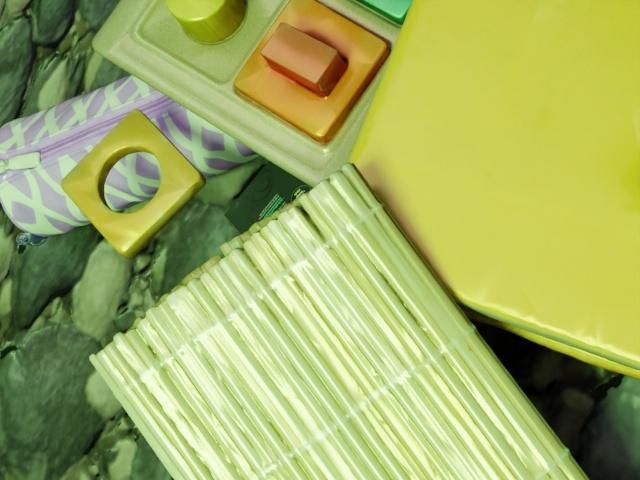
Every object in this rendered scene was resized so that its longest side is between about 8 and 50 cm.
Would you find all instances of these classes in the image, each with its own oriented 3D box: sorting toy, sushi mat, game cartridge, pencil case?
[{"bbox_3d":[-0.014,-0.140,0.729,0.196,0.047,0.347,32,86,24],"label":"sorting toy"},{"bbox_3d":[0.043,0.130,0.585,0.151,0.019,0.316,-39,81,12],"label":"sushi mat"},{"bbox_3d":[0.184,-0.094,0.604,0.285,0.053,0.323,20,82,22],"label":"game cartridge"},{"bbox_3d":[-0.117,-0.067,0.844,0.206,0.088,0.086,-20,67,28],"label":"pencil case"}]

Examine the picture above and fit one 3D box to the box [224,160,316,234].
[{"bbox_3d":[0.000,0.000,0.745,0.052,0.062,0.083,-50,51,8],"label":"box"}]
